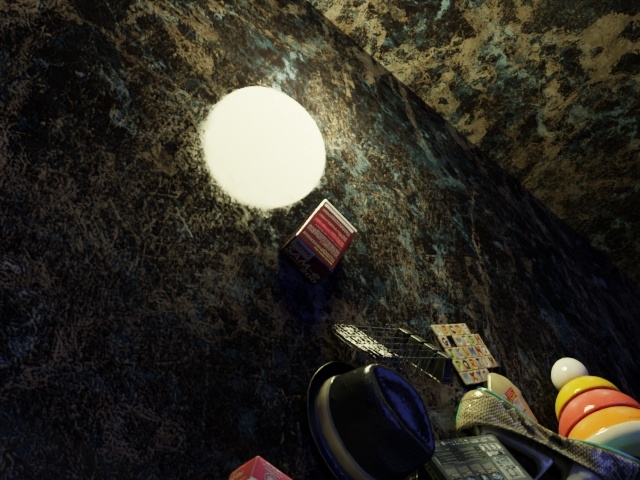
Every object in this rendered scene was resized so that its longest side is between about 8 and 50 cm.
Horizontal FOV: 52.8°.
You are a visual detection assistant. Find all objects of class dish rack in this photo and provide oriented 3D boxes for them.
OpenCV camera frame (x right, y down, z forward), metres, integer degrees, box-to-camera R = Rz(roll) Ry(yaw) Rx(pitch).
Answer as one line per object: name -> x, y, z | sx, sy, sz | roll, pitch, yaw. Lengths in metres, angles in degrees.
dish rack -> 0.165, 0.262, 1.530 | 0.271, 0.074, 0.208 | 10, 9, -37

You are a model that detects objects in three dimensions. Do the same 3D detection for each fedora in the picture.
fedora -> 0.129, 0.383, 1.361 | 0.334, 0.152, 0.334 | 31, 36, -26

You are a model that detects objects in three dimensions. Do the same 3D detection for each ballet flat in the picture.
ballet flat -> 0.562, 0.549, 1.618 | 0.482, 0.164, 0.182 | 24, 50, 15

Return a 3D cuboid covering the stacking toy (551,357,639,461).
stacking toy -> 0.846, 0.536, 1.976 | 0.350, 0.350, 0.480 | 36, 23, -21

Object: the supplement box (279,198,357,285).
supplement box -> 0.000, 0.000, 1.682 | 0.130, 0.073, 0.239 | 45, 31, -5

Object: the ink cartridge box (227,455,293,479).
ink cartridge box -> -0.096, 0.489, 1.030 | 0.158, 0.092, 0.218 | 41, 31, -14

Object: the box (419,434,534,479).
box -> 0.353, 0.530, 1.457 | 0.232, 0.059, 0.183 | 3, 26, -30

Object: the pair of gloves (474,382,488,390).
pair of gloves -> 0.510, 0.482, 1.853 | 0.198, 0.023, 0.159 | 45, 32, -8

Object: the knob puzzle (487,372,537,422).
knob puzzle -> 0.530, 0.469, 1.841 | 0.213, 0.030, 0.213 | 31, 39, -29

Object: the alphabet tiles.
alphabet tiles -> 0.442, 0.334, 1.922 | 0.237, 0.009, 0.198 | 6, 47, -48
